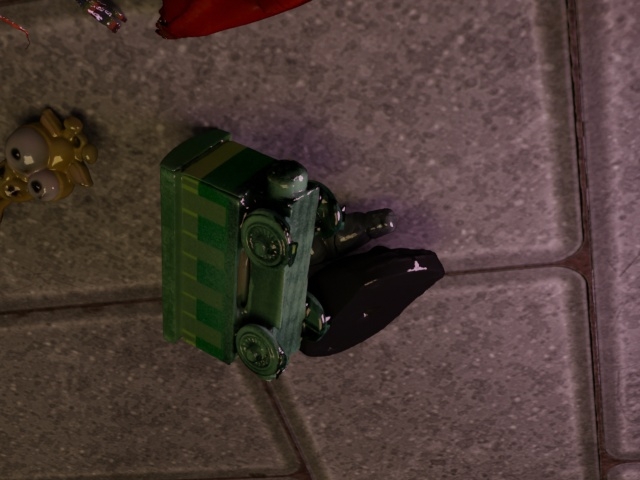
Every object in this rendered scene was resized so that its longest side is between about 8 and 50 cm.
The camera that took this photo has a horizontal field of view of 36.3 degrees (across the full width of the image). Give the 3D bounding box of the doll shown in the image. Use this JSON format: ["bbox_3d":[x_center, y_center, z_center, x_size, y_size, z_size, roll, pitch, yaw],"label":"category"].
[{"bbox_3d":[-0.389,-0.061,1.203,0.291,0.086,0.117,-25,99,28],"label":"doll"}]

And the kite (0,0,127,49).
[{"bbox_3d":[-0.272,-0.260,0.950,0.198,0.006,0.244,-41,149,6],"label":"kite"}]

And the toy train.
[{"bbox_3d":[-0.088,0.025,1.156,0.202,0.120,0.301,24,129,24],"label":"toy train"}]

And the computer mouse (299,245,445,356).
[{"bbox_3d":[0.046,0.063,1.258,0.137,0.086,0.270,-7,156,-32],"label":"computer mouse"}]

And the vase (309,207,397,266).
[{"bbox_3d":[0.000,0.000,1.233,0.211,0.060,0.060,-16,132,24],"label":"vase"}]

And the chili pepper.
[{"bbox_3d":[-0.023,-0.271,0.921,0.387,0.110,0.110,-18,132,32],"label":"chili pepper"}]
